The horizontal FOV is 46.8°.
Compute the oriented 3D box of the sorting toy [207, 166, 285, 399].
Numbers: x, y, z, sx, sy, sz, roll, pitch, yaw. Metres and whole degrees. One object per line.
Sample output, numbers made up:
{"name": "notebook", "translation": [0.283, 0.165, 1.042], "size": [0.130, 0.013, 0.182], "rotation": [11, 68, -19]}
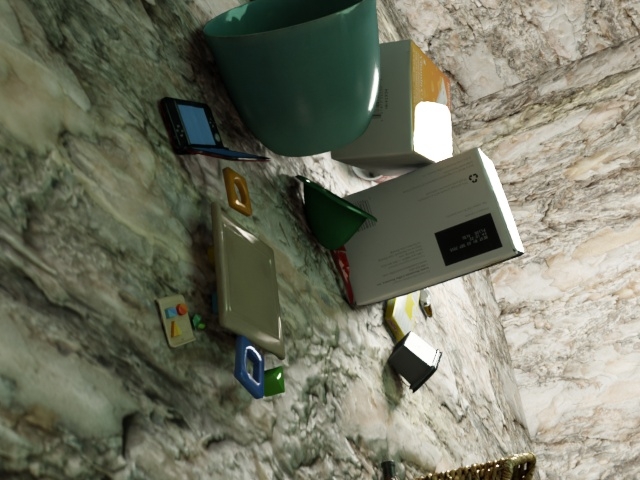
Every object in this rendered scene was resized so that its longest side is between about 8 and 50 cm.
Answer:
{"name": "sorting toy", "translation": [-0.112, 0.063, 1.048], "size": [0.196, 0.047, 0.348], "rotation": [48, 29, -56]}

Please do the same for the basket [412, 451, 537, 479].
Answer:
{"name": "basket", "translation": [0.351, 0.570, 1.534], "size": [0.299, 0.223, 0.214], "rotation": [31, 43, -62]}

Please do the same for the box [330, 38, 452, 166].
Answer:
{"name": "box", "translation": [0.155, -0.259, 1.535], "size": [0.345, 0.168, 0.215], "rotation": [1, 87, -68]}

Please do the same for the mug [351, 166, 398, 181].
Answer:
{"name": "mug", "translation": [0.149, -0.218, 1.928], "size": [0.169, 0.113, 0.150], "rotation": [14, 60, -71]}

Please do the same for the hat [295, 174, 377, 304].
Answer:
{"name": "hat", "translation": [0.000, 0.000, 1.441], "size": [0.208, 0.184, 0.173], "rotation": [30, 6, 12]}

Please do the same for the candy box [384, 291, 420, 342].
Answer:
{"name": "candy box", "translation": [0.200, 0.151, 1.788], "size": [0.105, 0.027, 0.206], "rotation": [57, 31, -27]}

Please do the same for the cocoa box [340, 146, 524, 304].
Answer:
{"name": "cocoa box", "translation": [0.228, -0.021, 1.583], "size": [0.228, 0.347, 0.232], "rotation": [5, 66, -69]}

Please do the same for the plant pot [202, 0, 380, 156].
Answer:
{"name": "plant pot", "translation": [-0.030, -0.286, 1.275], "size": [0.293, 0.292, 0.235], "rotation": [-76, 156, -58]}

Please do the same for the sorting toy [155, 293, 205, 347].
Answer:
{"name": "sorting toy", "translation": [-0.168, 0.095, 0.909], "size": [0.083, 0.012, 0.062], "rotation": [-9, 79, -70]}

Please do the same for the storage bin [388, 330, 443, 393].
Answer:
{"name": "storage bin", "translation": [0.204, 0.267, 1.650], "size": [0.091, 0.098, 0.135], "rotation": [43, 20, 5]}

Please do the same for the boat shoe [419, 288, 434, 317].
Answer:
{"name": "boat shoe", "translation": [0.291, 0.170, 2.046], "size": [0.035, 0.035, 0.100], "rotation": [-67, 140, -67]}

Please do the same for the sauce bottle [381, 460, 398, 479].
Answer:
{"name": "sauce bottle", "translation": [0.130, 0.458, 1.317], "size": [0.042, 0.042, 0.128], "rotation": [45, 33, -51]}

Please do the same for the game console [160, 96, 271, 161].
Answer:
{"name": "game console", "translation": [-0.152, -0.162, 1.092], "size": [0.124, 0.085, 0.144], "rotation": [71, 19, 1]}
